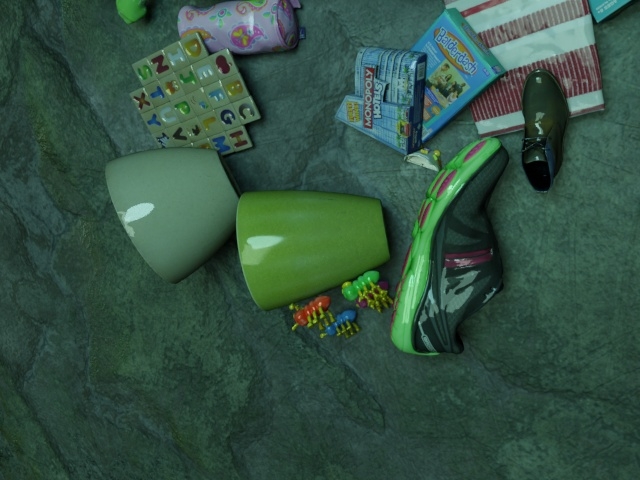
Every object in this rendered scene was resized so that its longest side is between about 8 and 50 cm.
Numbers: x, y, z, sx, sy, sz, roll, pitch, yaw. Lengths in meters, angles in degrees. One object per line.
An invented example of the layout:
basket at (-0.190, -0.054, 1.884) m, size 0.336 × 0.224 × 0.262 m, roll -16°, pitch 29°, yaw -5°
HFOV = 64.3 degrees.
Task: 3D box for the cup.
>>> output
cup at (-0.317, -0.093, 1.230) m, size 0.237 × 0.331 × 0.331 m, roll -26°, pitch 90°, yaw 0°

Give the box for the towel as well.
towel at (0.372, -0.375, 0.946) m, size 0.237 × 0.037 × 0.329 m, roll -9°, pitch 107°, yaw 35°

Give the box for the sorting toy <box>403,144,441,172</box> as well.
sorting toy at (0.216, -0.175, 1.078) m, size 0.083 × 0.075 × 0.045 m, roll 23°, pitch 110°, yaw 18°

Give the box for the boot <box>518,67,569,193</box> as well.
boot at (0.405, -0.191, 0.923) m, size 0.082 × 0.106 × 0.219 m, roll -2°, pitch 129°, yaw 30°

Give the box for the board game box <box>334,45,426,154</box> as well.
board game box at (0.118, -0.297, 1.063) m, size 0.194 × 0.060 × 0.194 m, roll 22°, pitch 128°, yaw 35°

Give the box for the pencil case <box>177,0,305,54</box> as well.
pencil case at (-0.186, -0.492, 1.171) m, size 0.284 × 0.124 × 0.124 m, roll 4°, pitch 103°, yaw 23°

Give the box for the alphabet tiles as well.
alphabet tiles at (-0.317, -0.334, 1.256) m, size 0.342 × 0.011 × 0.285 m, roll -10°, pitch 116°, yaw 31°

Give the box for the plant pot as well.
plant pot at (0.000, 0.000, 1.130) m, size 0.293 × 0.275 × 0.275 m, roll -10°, pitch 97°, yaw 10°

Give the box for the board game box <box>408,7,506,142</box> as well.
board game box at (0.235, -0.322, 1.014) m, size 0.160 × 0.047 × 0.210 m, roll 55°, pitch 139°, yaw 5°

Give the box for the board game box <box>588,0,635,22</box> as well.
board game box at (0.493, -0.576, 0.813) m, size 0.254 × 0.079 × 0.336 m, roll -31°, pitch 87°, yaw 51°

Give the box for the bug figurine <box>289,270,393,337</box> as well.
bug figurine at (0.056, 0.148, 1.142) m, size 0.216 × 0.279 × 0.072 m, roll -33°, pitch 66°, yaw 8°

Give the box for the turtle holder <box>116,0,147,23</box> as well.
turtle holder at (-0.524, -0.719, 1.234) m, size 0.320 × 0.243 × 0.227 m, roll 35°, pitch 139°, yaw -29°

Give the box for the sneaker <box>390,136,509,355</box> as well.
sneaker at (0.290, 0.023, 1.058) m, size 0.202 × 0.185 × 0.483 m, roll 15°, pitch 111°, yaw 2°
